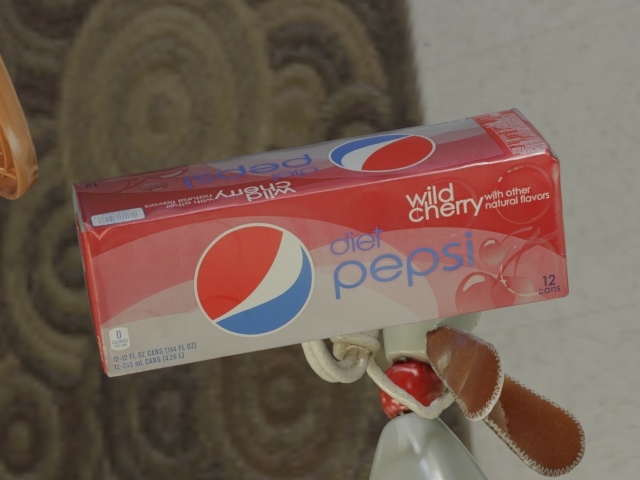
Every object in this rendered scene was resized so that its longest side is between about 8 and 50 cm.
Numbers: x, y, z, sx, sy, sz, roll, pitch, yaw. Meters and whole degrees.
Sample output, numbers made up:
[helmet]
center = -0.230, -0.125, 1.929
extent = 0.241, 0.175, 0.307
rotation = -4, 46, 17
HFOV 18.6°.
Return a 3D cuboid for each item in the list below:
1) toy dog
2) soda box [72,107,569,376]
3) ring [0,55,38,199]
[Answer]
[toy dog]
center = 0.104, 0.147, 1.241
extent = 0.161, 0.220, 0.333
rotation = -7, 84, 25
[soda box]
center = 0.000, 0.000, 1.085
extent = 0.083, 0.263, 0.092
rotation = -120, 21, -67
[ring]
center = -0.202, -0.155, 0.706
extent = 0.032, 0.336, 0.336
rotation = -33, 57, -12
